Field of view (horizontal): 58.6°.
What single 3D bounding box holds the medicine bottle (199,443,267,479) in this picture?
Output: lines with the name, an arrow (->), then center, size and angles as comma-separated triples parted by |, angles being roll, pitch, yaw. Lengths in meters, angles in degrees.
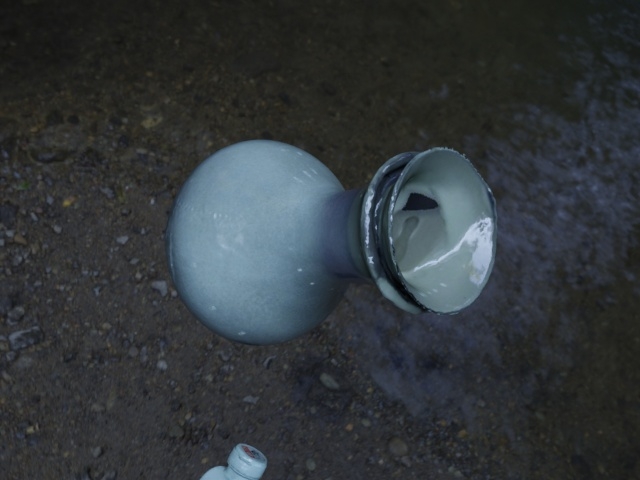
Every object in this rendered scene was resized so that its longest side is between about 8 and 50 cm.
medicine bottle -> -0.174, 0.471, 0.993 | 0.121, 0.083, 0.228 | 32, 85, -37

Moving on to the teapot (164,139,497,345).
teapot -> 0.000, 0.000, 0.447 | 0.184, 0.251, 0.183 | 1, 88, -40
